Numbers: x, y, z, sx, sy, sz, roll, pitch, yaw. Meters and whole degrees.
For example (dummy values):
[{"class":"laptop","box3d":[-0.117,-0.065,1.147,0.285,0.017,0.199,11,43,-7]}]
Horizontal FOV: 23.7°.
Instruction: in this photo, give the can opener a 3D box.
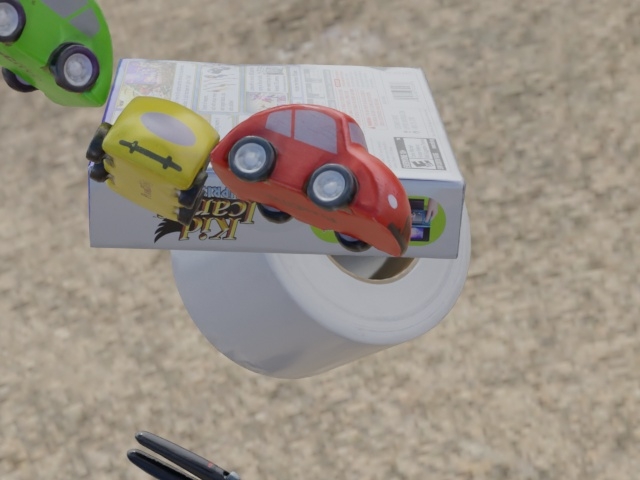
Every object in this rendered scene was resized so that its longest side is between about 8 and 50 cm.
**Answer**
[{"class":"can opener","box3d":[-0.127,0.264,1.664,0.186,0.059,0.073,35,11,8]}]

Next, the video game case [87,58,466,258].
[{"class":"video game case","box3d":[-0.034,-0.066,1.103,0.244,0.061,0.269,3,22,-3]}]

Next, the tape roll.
[{"class":"tape roll","box3d":[0.000,0.000,1.472,0.246,0.246,0.169,-38,7,-35]}]

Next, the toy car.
[{"class":"toy car","box3d":[-0.087,-0.072,0.714,0.239,0.225,0.053,8,68,53]}]
